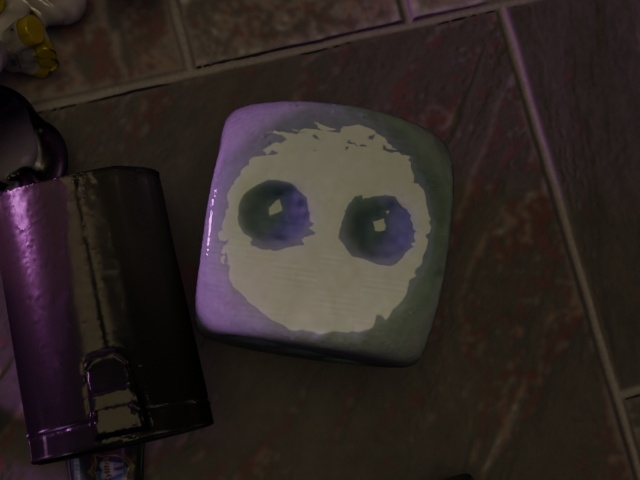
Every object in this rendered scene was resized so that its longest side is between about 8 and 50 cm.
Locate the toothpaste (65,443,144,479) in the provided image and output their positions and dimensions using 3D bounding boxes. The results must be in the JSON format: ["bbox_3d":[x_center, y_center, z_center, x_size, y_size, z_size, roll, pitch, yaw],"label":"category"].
[{"bbox_3d":[-0.237,0.404,1.264,0.098,0.061,0.392,-5,81,-13],"label":"toothpaste"}]

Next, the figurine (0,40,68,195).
[{"bbox_3d":[-0.387,-0.138,1.290,0.145,0.145,0.222,-15,121,-8],"label":"figurine"}]

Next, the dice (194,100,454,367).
[{"bbox_3d":[0.000,0.000,1.247,0.262,0.268,0.265,9,81,-4],"label":"dice"}]

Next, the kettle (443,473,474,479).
[{"bbox_3d":[0.156,0.435,1.263,0.240,0.165,0.255,-35,90,20],"label":"kettle"}]

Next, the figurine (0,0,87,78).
[{"bbox_3d":[-0.364,-0.293,1.351,0.129,0.109,0.178,17,73,10],"label":"figurine"}]

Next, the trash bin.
[{"bbox_3d":[-0.247,0.081,1.214,0.202,0.252,0.302,-11,80,-9],"label":"trash bin"}]
